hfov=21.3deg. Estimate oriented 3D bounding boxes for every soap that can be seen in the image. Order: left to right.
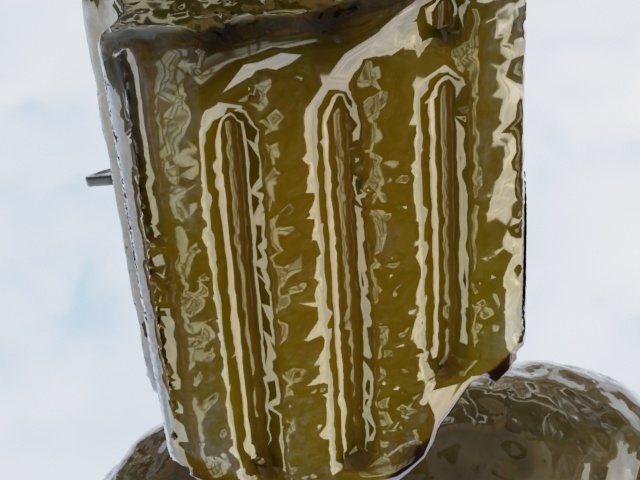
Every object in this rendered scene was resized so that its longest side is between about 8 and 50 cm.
[{"bbox_3d":[0.000,0.000,0.694,0.160,0.258,0.080,-13,-142,-11],"label":"soap"}]

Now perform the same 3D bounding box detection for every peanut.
[{"bbox_3d":[0.050,0.167,1.044,0.387,0.192,0.170,-6,-99,-13],"label":"peanut"}]

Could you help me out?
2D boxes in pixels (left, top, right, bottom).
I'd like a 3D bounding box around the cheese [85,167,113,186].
[{"bbox_3d":[-0.097,-0.051,1.228,0.192,0.037,0.097,-1,-164,40],"label":"cheese"}]
